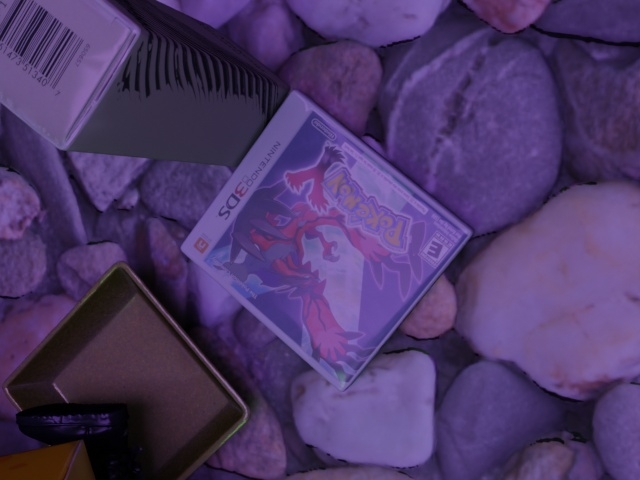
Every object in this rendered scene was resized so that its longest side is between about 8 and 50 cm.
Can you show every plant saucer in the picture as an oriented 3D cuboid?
[{"bbox_3d":[-0.177,0.145,0.783,0.188,0.045,0.188,-45,81,15],"label":"plant saucer"}]

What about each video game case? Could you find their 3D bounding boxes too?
[{"bbox_3d":[0.000,0.000,0.731,0.201,0.023,0.183,40,104,11],"label":"video game case"}]

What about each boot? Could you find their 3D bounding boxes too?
[{"bbox_3d":[-0.217,0.199,0.753,0.121,0.045,0.099,-4,96,17],"label":"boot"}]

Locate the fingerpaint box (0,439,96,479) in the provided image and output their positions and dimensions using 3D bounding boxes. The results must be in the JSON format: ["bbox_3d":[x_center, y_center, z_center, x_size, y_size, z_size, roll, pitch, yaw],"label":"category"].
[{"bbox_3d":[-0.328,0.423,0.685,0.370,0.163,0.445,-12,108,2],"label":"fingerpaint box"}]

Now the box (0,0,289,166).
[{"bbox_3d":[-0.130,-0.125,0.631,0.113,0.275,0.094,38,103,10],"label":"box"}]
